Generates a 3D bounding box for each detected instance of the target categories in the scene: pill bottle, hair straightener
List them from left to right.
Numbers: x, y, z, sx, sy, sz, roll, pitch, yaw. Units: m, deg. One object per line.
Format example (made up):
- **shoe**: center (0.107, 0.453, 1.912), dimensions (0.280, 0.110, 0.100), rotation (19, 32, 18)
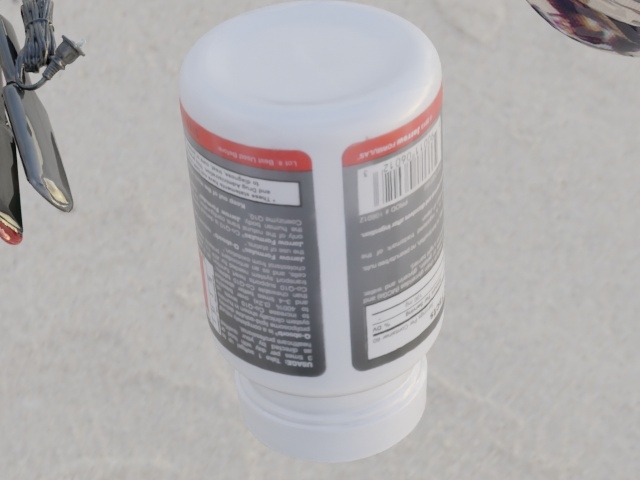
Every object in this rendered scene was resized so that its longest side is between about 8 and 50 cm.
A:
- **hair straightener**: center (-0.180, -0.105, 1.031), dimensions (0.047, 0.089, 0.230), rotation (45, 24, -43)
- **pill bottle**: center (0.000, 0.000, 1.361), dimensions (0.210, 0.362, 0.210), rotation (-2, 36, 2)

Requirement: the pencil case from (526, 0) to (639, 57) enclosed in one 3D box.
- **pencil case**: center (0.151, -0.149, 0.545), dimensions (0.184, 0.410, 0.159), rotation (-11, 94, -2)
